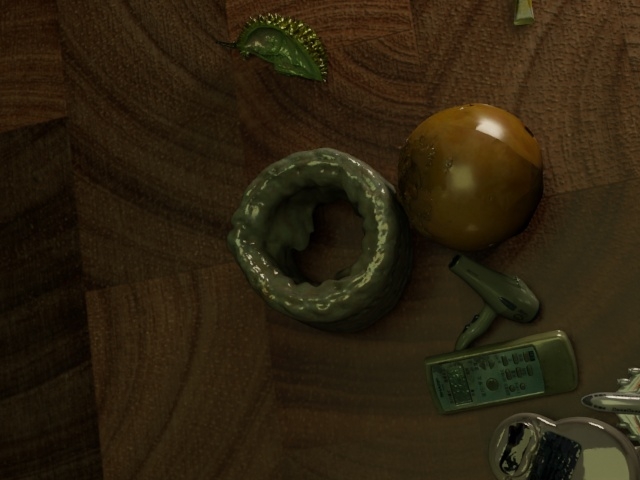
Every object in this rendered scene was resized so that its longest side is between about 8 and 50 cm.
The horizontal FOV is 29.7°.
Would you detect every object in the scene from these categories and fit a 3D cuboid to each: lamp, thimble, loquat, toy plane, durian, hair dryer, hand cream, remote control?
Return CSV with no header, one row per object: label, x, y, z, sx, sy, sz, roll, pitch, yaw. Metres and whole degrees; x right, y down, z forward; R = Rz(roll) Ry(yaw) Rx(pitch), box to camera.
lamp,0.370,0.346,1.802,0.246,0.108,0.180,22,84,22
thimble,0.000,0.000,1.937,0.291,0.195,0.292,-3,79,16
loquat,0.229,-0.095,1.861,0.235,0.235,0.235,-3,80,18
toy plane,0.479,0.246,1.806,0.171,0.065,0.162,1,82,20
durian,-0.077,-0.342,2.084,0.215,0.086,0.100,23,102,18
hair dryer,0.224,0.107,1.886,0.199,0.067,0.167,-37,112,15
hand cream,0.334,-0.406,1.988,0.035,0.022,0.102,-3,84,12
remote control,0.281,0.206,1.879,0.233,0.038,0.098,-13,102,16
